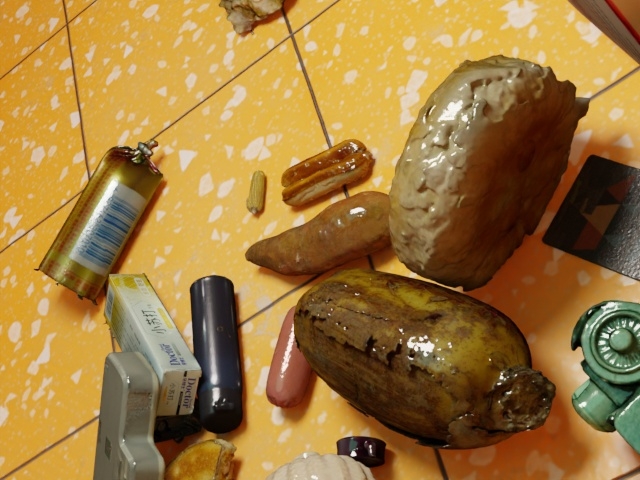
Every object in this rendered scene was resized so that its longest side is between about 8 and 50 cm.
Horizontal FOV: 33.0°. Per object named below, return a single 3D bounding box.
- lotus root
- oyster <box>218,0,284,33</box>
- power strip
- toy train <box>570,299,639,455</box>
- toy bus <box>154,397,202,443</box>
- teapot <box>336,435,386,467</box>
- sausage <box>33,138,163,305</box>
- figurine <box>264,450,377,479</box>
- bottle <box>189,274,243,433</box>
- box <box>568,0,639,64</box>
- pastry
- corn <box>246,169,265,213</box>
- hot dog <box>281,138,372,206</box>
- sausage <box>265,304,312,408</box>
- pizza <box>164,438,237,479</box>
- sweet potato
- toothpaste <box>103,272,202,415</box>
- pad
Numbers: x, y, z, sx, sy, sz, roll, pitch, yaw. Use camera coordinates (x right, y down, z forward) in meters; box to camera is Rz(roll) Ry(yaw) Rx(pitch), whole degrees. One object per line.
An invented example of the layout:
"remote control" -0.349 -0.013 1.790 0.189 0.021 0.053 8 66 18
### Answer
"lotus root" 0.120 0.146 1.365 0.179 0.196 0.397 -37 34 -28
"oyster" -0.136 -0.554 2.016 0.198 0.133 0.337 -24 57 17
"power strip" -0.276 0.311 1.572 0.193 0.059 0.265 34 118 60
"toy train" 0.426 0.125 1.167 0.299 0.167 0.238 -46 56 9
"toy bus" -0.258 0.285 1.687 0.166 0.047 0.065 -16 52 29
"teapot" 0.052 0.286 1.427 0.100 0.068 0.045 132 146 -59
"sausage" -0.384 -0.050 1.932 0.125 0.117 0.317 22 78 29
"figurine" 0.029 0.422 1.324 0.185 0.204 0.332 -34 77 17
"bottle" -0.160 0.174 1.655 0.082 0.072 0.244 112 155 -51
"box" 0.438 -0.405 1.346 0.300 0.314 0.312 -45 46 13
"pastry" 0.200 -0.094 1.363 0.136 0.329 0.330 29 85 30
"corn" -0.107 -0.078 1.788 0.028 0.027 0.083 -8 58 21
"hot dog" 0.008 -0.107 1.701 0.165 0.045 0.071 -23 51 27
"sausage" -0.038 0.169 1.567 0.062 0.062 0.154 -1 65 38
"pizza" -0.183 0.370 1.576 0.175 0.046 0.134 -33 54 25
"sweet potato" -0.001 0.001 1.615 0.292 0.097 0.097 -19 55 30
"toothpaste" -0.272 0.157 1.702 0.313 0.071 0.089 47 129 54
"pad" 0.396 -0.025 1.374 0.211 0.003 0.143 25 82 44
